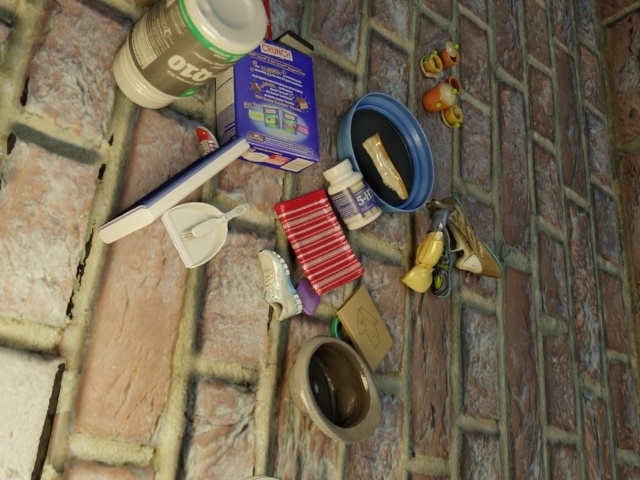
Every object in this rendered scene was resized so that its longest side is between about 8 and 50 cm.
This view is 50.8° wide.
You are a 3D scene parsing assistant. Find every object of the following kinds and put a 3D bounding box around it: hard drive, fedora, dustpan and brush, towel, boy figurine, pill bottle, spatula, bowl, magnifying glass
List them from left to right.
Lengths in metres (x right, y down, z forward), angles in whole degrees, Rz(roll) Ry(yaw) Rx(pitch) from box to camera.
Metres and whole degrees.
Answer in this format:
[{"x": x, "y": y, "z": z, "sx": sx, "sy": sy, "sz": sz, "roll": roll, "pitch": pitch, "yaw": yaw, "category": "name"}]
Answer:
[{"x": -0.318, "y": -0.114, "z": 1.478, "sx": 0.040, "sy": 0.210, "sz": 0.319, "roll": 57, "pitch": 46, "yaw": -14, "category": "hard drive"}, {"x": -0.302, "y": -0.439, "z": 1.497, "sx": 0.204, "sy": 0.361, "sz": 0.204, "roll": 16, "pitch": 66, "yaw": -39, "category": "pill bottle"}, {"x": -0.257, "y": -0.041, "z": 1.617, "sx": 0.211, "sy": 0.060, "sz": 0.147, "roll": -32, "pitch": 99, "yaw": -44, "category": "dustpan and brush"}, {"x": -0.097, "y": -0.528, "z": 1.880, "sx": 0.094, "sy": 0.135, "sz": 0.022, "roll": 23, "pitch": 63, "yaw": -36, "category": "hard drive"}, {"x": 0.000, "y": 0.000, "z": 1.841, "sx": 0.199, "sy": 0.031, "sz": 0.275, "roll": -20, "pitch": 81, "yaw": -44, "category": "towel"}, {"x": 0.012, "y": 0.088, "z": 1.849, "sx": 0.084, "sy": 0.030, "sz": 0.296, "roll": 53, "pitch": 47, "yaw": -18, "category": "spatula"}, {"x": 0.017, "y": 0.379, "z": 1.689, "sx": 0.243, "sy": 0.124, "sz": 0.275, "roll": -33, "pitch": 91, "yaw": -46, "category": "fedora"}, {"x": 0.074, "y": 0.313, "z": 1.837, "sx": 0.092, "sy": 0.026, "sz": 0.231, "roll": 10, "pitch": 70, "yaw": -42, "category": "magnifying glass"}, {"x": 0.086, "y": -0.135, "z": 1.938, "sx": 0.112, "sy": 0.112, "sz": 0.187, "roll": -40, "pitch": 104, "yaw": -43, "category": "pill bottle"}, {"x": 0.205, "y": -0.268, "z": 2.120, "sx": 0.391, "sy": 0.077, "sz": 0.391, "roll": 16, "pitch": 66, "yaw": -40, "category": "bowl"}, {"x": 0.332, "y": 0.022, "z": 2.099, "sx": 0.092, "sy": 0.177, "sz": 0.285, "roll": 22, "pitch": 82, "yaw": -6, "category": "boy figurine"}]

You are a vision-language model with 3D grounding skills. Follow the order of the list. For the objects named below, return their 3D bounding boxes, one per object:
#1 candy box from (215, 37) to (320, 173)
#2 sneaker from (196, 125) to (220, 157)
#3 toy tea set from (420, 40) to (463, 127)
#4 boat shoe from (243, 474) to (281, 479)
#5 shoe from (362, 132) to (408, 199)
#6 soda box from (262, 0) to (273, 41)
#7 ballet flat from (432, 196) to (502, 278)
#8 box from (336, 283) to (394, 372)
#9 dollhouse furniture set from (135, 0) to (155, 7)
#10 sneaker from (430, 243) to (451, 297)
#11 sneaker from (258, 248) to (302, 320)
[{"x": -0.143, "y": -0.365, "z": 1.792, "sx": 0.268, "sy": 0.122, "sz": 0.317, "roll": 10, "pitch": 71, "yaw": -40, "category": "candy box"}, {"x": -0.283, "y": -0.221, "z": 1.667, "sx": 0.118, "sy": 0.042, "sz": 0.067, "roll": 59, "pitch": 43, "yaw": -15, "category": "sneaker"}, {"x": 0.465, "y": -0.585, "z": 2.437, "sx": 0.200, "sy": 0.124, "sz": 0.336, "roll": 14, "pitch": 67, "yaw": -40, "category": "toy tea set"}, {"x": -0.073, "y": 0.600, "z": 1.558, "sx": 0.258, "sy": 0.084, "sz": 0.095, "roll": 24, "pitch": 61, "yaw": -36, "category": "boat shoe"}, {"x": 0.197, "y": -0.214, "z": 2.008, "sx": 0.219, "sy": 0.058, "sz": 0.076, "roll": 61, "pitch": 15, "yaw": -15, "category": "shoe"}, {"x": -0.199, "y": -0.646, "z": 1.859, "sx": 0.092, "sy": 0.083, "sz": 0.263, "roll": 6, "pitch": 73, "yaw": -41, "category": "soda box"}, {"x": 0.484, "y": 0.017, "z": 2.277, "sx": 0.124, "sy": 0.116, "sz": 0.342, "roll": -39, "pitch": 104, "yaw": -23, "category": "ballet flat"}, {"x": 0.128, "y": 0.245, "z": 1.889, "sx": 0.201, "sy": 0.021, "sz": 0.164, "roll": 63, "pitch": 34, "yaw": -10, "category": "box"}, {"x": -0.406, "y": -0.696, "z": 1.678, "sx": 0.259, "sy": 0.135, "sz": 0.262, "roll": 12, "pitch": 67, "yaw": -28, "category": "dollhouse furniture set"}, {"x": 0.379, "y": 0.090, "z": 2.169, "sx": 0.078, "sy": 0.067, "sz": 0.188, "roll": 14, "pitch": 70, "yaw": -46, "category": "sneaker"}, {"x": -0.116, "y": 0.114, "z": 1.696, "sx": 0.083, "sy": 0.071, "sz": 0.191, "roll": -30, "pitch": 97, "yaw": -39, "category": "sneaker"}]
